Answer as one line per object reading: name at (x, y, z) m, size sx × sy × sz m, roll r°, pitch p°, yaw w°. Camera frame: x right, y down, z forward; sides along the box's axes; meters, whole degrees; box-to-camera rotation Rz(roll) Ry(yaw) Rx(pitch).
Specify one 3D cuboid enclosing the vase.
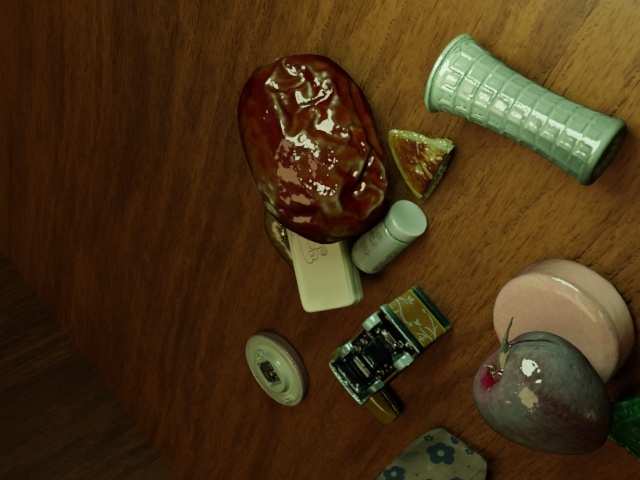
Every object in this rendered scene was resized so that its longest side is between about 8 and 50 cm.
vase at (0.326, -0.205, 1.149) m, size 0.299 × 0.143 × 0.143 m, roll 35°, pitch 136°, yaw 26°

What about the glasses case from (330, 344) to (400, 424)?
glasses case at (0.111, 0.361, 1.809) m, size 0.234 × 0.064 × 0.079 m, roll 49°, pitch 143°, yaw 15°

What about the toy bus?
toy bus at (0.151, 0.236, 1.604) m, size 0.138 × 0.167 × 0.275 m, roll 50°, pitch 137°, yaw 14°

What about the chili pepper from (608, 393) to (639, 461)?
chili pepper at (0.593, 0.285, 1.186) m, size 0.136 × 0.099 × 0.270 m, roll 56°, pitch 148°, yaw 21°

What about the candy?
candy at (0.436, 0.160, 1.287) m, size 0.255 × 0.094 × 0.255 m, roll 26°, pitch 130°, yaw 36°

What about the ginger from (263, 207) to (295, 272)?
ginger at (-0.048, 0.007, 1.732) m, size 0.309 × 0.107 × 0.133 m, roll 53°, pitch 149°, yaw 13°

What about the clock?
clock at (-0.134, 0.380, 2.108) m, size 0.244 × 0.056 × 0.244 m, roll 27°, pitch 131°, yaw 36°

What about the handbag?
handbag at (0.254, 0.591, 1.657) m, size 0.190 × 0.251 × 0.193 m, roll 29°, pitch 142°, yaw 43°

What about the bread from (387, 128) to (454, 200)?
bread at (0.199, -0.142, 1.396) m, size 0.154 × 0.054 × 0.136 m, roll 24°, pitch 129°, yaw 45°

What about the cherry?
cherry at (0.364, 0.254, 1.199) m, size 0.266 × 0.183 × 0.213 m, roll 43°, pitch 154°, yaw 1°

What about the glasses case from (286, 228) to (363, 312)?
glasses case at (0.000, 0.000, 1.610) m, size 0.131 × 0.070 × 0.312 m, roll -12°, pitch 89°, yaw 25°

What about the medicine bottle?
medicine bottle at (0.142, -0.004, 1.524) m, size 0.086 × 0.086 × 0.183 m, roll 54°, pitch 142°, yaw 9°

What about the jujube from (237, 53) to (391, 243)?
jujube at (-0.013, -0.178, 1.437) m, size 0.276 × 0.276 × 0.376 m, roll -28°, pitch 80°, yaw 53°
